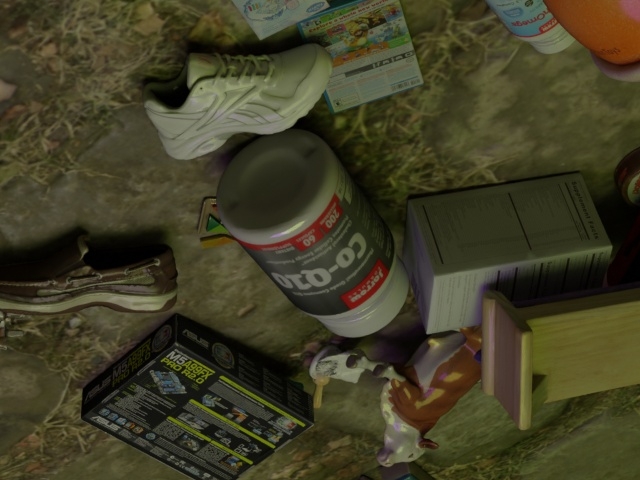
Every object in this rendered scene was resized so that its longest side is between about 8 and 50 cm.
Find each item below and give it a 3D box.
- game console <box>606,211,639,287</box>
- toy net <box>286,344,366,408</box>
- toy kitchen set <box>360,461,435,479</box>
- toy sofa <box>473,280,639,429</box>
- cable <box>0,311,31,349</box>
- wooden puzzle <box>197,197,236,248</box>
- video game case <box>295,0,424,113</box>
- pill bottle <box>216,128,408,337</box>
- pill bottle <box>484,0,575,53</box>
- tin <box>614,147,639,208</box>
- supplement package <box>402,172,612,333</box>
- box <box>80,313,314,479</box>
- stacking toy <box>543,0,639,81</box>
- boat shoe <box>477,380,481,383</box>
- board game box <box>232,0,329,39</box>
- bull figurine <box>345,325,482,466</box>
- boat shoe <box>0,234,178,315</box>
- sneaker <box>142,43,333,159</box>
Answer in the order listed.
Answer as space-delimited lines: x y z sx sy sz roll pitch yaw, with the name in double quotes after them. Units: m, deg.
0.597 -0.041 2.040 0.342 0.060 0.386 5 130 -21 "game console"
-0.036 0.207 2.233 0.232 0.045 0.122 -35 125 21 "toy net"
0.100 0.495 2.524 0.207 0.166 0.122 -28 140 17 "toy kitchen set"
0.388 0.113 1.973 0.362 0.177 0.150 -9 118 -13 "toy sofa"
-0.529 0.107 1.966 0.287 0.072 0.139 10 154 -10 "cable"
-0.120 -0.029 1.936 0.078 0.014 0.116 -6 141 -11 "wooden puzzle"
0.048 -0.223 1.749 0.119 0.015 0.166 -17 142 5 "video game case"
0.000 0.000 1.890 0.161 0.161 0.283 -24 140 13 "pill bottle"
0.232 -0.279 1.678 0.087 0.087 0.160 -30 139 19 "pill bottle"
0.495 -0.089 2.037 0.189 0.040 0.106 -3 136 -14 "tin"
0.247 0.017 2.004 0.244 0.139 0.134 -9 143 -8 "supplement package"
-0.178 0.243 2.176 0.270 0.060 0.216 33 122 -30 "box"
0.190 -0.388 1.413 0.480 0.350 0.350 22 131 -16 "stacking toy"
0.216 0.179 2.261 0.190 0.068 0.072 -31 123 18 "boat shoe"
-0.049 -0.273 1.653 0.090 0.020 0.090 -24 140 12 "board game box"
0.160 0.190 2.181 0.310 0.101 0.188 -47 128 10 "bull figurine"
-0.311 0.034 1.911 0.257 0.095 0.095 -1 116 -15 "boat shoe"
-0.100 -0.175 1.702 0.232 0.090 0.115 -23 136 14 "sneaker"
